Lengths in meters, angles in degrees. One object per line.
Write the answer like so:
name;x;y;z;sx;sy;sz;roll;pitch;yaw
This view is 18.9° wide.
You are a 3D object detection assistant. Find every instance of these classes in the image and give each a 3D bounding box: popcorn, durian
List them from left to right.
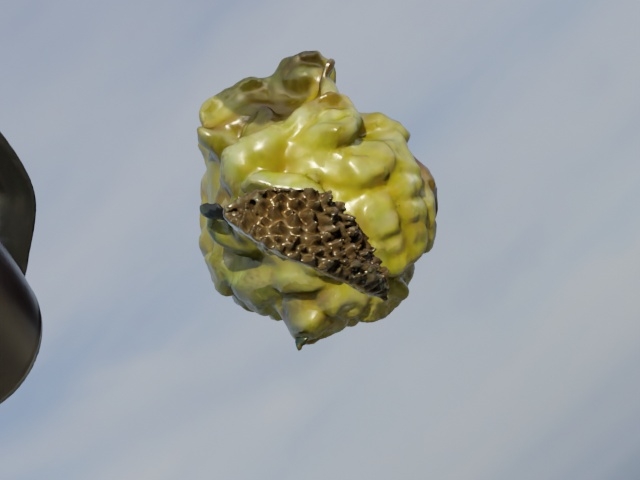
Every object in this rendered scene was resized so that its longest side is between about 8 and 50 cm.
popcorn;-0.015;-0.029;1.464;0.169;0.218;0.189;-41;-52;-34
durian;-0.003;0.009;1.208;0.066;0.130;0.052;-41;32;42

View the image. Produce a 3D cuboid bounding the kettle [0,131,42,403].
kettle;-0.254;-0.002;1.106;0.232;0.144;0.202;50;-136;-55
